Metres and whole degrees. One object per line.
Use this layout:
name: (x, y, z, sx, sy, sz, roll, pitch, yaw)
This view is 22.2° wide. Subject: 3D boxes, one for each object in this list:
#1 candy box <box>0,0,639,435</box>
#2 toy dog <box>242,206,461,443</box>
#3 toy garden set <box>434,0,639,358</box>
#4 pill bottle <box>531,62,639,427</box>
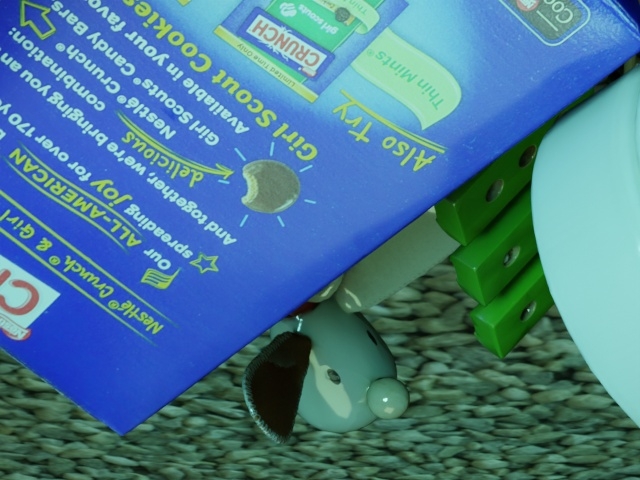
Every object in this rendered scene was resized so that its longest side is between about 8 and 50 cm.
candy box: (-0.073, -0.101, 0.684, 0.317, 0.122, 0.268, -37, 116, 27)
toy dog: (0.000, 0.000, 0.920, 0.161, 0.220, 0.334, 27, 175, 41)
toy garden set: (0.131, -0.072, 0.896, 0.049, 0.204, 0.244, 36, 164, 30)
pill bottle: (0.264, -0.055, 0.575, 0.204, 0.204, 0.361, 21, 141, -36)
